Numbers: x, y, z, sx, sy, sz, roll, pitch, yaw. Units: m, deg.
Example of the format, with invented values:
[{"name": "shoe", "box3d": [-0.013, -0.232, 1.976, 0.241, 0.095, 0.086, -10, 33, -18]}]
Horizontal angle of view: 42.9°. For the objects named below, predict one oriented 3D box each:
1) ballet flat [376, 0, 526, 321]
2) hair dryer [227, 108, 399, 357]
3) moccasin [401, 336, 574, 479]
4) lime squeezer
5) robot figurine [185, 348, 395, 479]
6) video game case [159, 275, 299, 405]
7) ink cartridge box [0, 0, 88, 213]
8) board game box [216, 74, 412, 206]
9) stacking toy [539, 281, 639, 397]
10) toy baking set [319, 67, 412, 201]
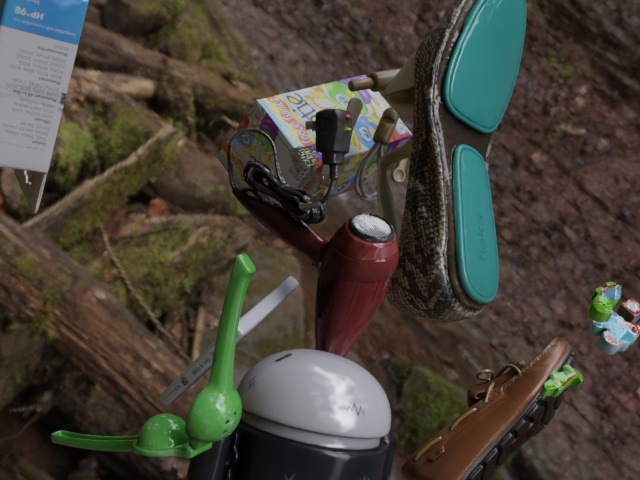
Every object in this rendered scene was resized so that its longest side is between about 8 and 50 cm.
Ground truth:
[{"name": "ballet flat", "box3d": [0.156, -0.131, 1.087, 0.182, 0.483, 0.164, -4, -19, 42]}, {"name": "hair dryer", "box3d": [0.000, 0.000, 0.934, 0.080, 0.223, 0.294, -14, 93, -36]}, {"name": "moccasin", "box3d": [0.297, 0.298, 1.406, 0.147, 0.380, 0.139, 36, -19, 37]}, {"name": "lime squeezer", "box3d": [-0.138, 0.148, 0.725, 0.110, 0.310, 0.059, 47, 29, -1]}, {"name": "robot figurine", "box3d": [-0.026, 0.251, 0.841, 0.173, 0.278, 0.209, 11, -2, 14]}, {"name": "video game case", "box3d": [-0.102, 0.112, 0.934, 0.019, 0.143, 0.157, 47, 27, 2]}, {"name": "ink cartridge box", "box3d": [-0.248, -0.124, 0.657, 0.060, 0.180, 0.104, 8, 20, -33]}, {"name": "board game box", "box3d": [-0.005, -0.157, 1.334, 0.275, 0.142, 0.144, -25, 74, -46]}, {"name": "stacking toy", "box3d": [0.364, 0.096, 0.940, 0.221, 0.167, 0.052, -21, 52, -28]}, {"name": "toy baking set", "box3d": [0.109, -0.163, 1.235, 0.256, 0.197, 0.030, -9, 7, -29]}]
